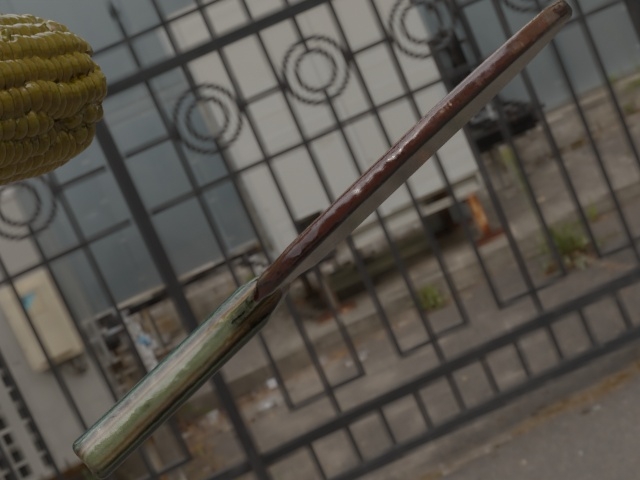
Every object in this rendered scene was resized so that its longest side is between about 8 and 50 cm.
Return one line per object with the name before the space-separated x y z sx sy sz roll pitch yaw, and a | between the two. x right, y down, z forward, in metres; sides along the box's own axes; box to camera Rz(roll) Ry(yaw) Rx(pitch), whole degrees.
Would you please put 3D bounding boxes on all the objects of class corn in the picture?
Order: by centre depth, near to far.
corn | -0.262 -0.093 0.892 0.130 0.130 0.347 -20 6 24

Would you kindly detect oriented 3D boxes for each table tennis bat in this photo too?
table tennis bat | 0.000 0.000 0.519 0.274 0.021 0.154 -44 -2 8
